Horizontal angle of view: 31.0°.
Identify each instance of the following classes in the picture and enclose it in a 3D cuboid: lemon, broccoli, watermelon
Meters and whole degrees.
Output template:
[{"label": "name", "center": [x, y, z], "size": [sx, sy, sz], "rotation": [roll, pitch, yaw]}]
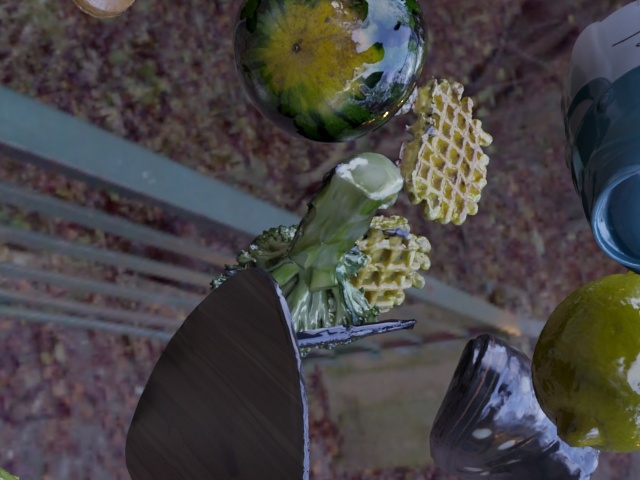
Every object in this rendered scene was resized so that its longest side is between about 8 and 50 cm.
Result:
[{"label": "lemon", "center": [0.345, 0.137, 1.338], "size": [0.248, 0.184, 0.184], "rotation": [-58, 140, -19]}, {"label": "broccoli", "center": [0.020, 0.003, 1.629], "size": [0.252, 0.361, 0.221], "rotation": [8, 53, -42]}, {"label": "watermelon", "center": [0.015, -0.261, 1.574], "size": [0.269, 0.269, 0.268], "rotation": [-10, 90, -66]}]

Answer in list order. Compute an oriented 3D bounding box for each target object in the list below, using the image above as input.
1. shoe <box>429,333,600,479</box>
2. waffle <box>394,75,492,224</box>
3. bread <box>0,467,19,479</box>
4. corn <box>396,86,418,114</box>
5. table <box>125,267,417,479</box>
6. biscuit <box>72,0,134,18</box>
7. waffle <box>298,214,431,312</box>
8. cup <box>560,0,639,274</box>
[{"label": "shoe", "center": [0.291, 0.281, 1.687], "size": [0.384, 0.237, 0.171], "rotation": [85, 29, -63]}, {"label": "waffle", "center": [0.232, -0.170, 2.205], "size": [0.309, 0.065, 0.283], "rotation": [-26, 102, -51]}, {"label": "bread", "center": [-0.545, 0.467, 1.677], "size": [0.307, 0.348, 0.348], "rotation": [-56, 136, -25]}, {"label": "corn", "center": [0.053, -0.249, 1.878], "size": [0.087, 0.211, 0.087], "rotation": [6, 90, -70]}, {"label": "table", "center": [-0.012, 0.195, 1.291], "size": [0.249, 0.317, 0.317], "rotation": [10, 70, -42]}, {"label": "biscuit", "center": [-0.245, -0.434, 1.578], "size": [0.216, 0.047, 0.339], "rotation": [52, 46, -29]}, {"label": "waffle", "center": [0.046, 0.055, 2.024], "size": [0.307, 0.312, 0.060], "rotation": [71, -8, -49]}, {"label": "cup", "center": [0.378, -0.095, 1.094], "size": [0.257, 0.290, 0.219], "rotation": [-80, 162, -56]}]
